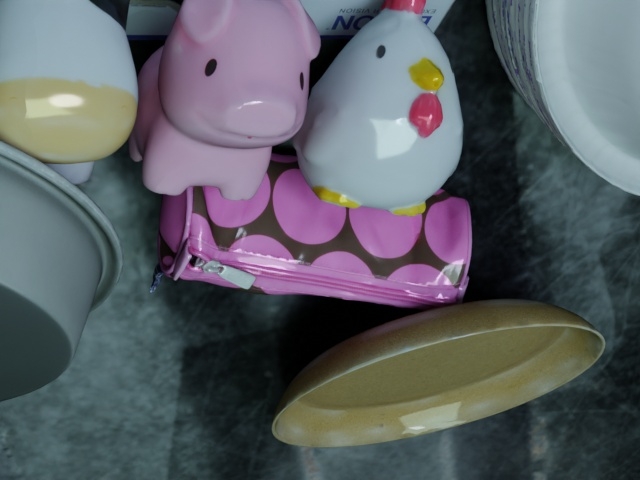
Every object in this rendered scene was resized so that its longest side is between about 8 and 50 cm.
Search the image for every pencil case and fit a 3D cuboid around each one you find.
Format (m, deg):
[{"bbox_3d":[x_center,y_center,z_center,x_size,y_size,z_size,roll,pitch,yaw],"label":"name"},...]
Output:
[{"bbox_3d":[0.000,0.000,0.683,0.209,0.098,0.095,7,120,-20],"label":"pencil case"}]

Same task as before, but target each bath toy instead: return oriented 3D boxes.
[{"bbox_3d":[-0.068,-0.085,0.545,0.348,0.151,0.129,3,112,-30],"label":"bath toy"}]

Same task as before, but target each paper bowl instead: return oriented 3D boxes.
[{"bbox_3d":[0.251,-0.151,0.624,0.284,0.148,0.284,-8,124,-11],"label":"paper bowl"}]

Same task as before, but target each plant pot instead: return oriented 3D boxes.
[{"bbox_3d":[0.078,0.092,0.745,0.236,0.032,0.236,-12,157,-5],"label":"plant pot"}]

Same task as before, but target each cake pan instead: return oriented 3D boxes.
[{"bbox_3d":[-0.245,0.022,0.514,0.293,0.054,0.293,-1,155,0],"label":"cake pan"}]

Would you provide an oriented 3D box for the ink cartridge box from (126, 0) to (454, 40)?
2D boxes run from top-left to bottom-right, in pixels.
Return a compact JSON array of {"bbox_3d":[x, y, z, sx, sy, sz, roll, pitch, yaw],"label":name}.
[{"bbox_3d":[-0.038,-0.209,0.490,0.324,0.071,0.330,-4,159,-20],"label":"ink cartridge box"}]
